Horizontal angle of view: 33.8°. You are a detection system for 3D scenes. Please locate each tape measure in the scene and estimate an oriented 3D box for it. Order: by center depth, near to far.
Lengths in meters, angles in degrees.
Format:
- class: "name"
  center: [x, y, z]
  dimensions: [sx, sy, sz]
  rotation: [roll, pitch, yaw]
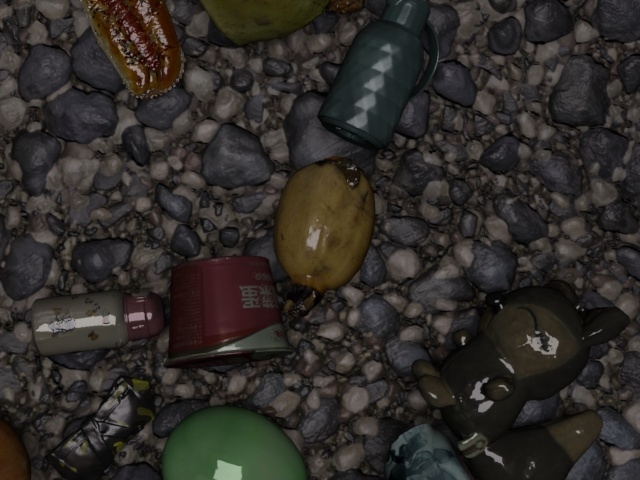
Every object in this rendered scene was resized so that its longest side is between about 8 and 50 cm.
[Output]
- class: "tape measure"
  center: [0.214, 0.465, 1.874]
  dimensions: [0.147, 0.256, 0.275]
  rotation: [-31, 127, 2]

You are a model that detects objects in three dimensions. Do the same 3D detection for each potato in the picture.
- class: "potato"
  center: [-0.099, -0.543, 1.846]
  dimensions: [0.280, 0.213, 0.330]
  rotation: [-13, 83, 19]

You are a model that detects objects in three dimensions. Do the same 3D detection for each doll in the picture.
- class: "doll"
  center: [0.386, 0.257, 1.949]
  dimensions: [0.382, 0.252, 0.379]
  rotation: [-33, 125, -5]

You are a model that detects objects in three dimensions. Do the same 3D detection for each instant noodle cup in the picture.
- class: "instant noodle cup"
  center: [-0.171, 0.130, 1.883]
  dimensions: [0.234, 0.235, 0.178]
  rotation: [-6, 81, -4]

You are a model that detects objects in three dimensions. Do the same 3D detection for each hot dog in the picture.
- class: "hot dog"
  center: [-0.343, -0.390, 1.947]
  dimensions: [0.144, 0.075, 0.268]
  rotation: [-28, 88, -2]

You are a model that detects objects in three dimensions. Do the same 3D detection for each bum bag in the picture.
- class: "bum bag"
  center: [-0.394, 0.348, 1.935]
  dimensions: [0.232, 0.060, 0.107]
  rotation: [-45, 101, -2]

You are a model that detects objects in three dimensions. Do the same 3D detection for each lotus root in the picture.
- class: "lotus root"
  center: [0.000, 0.000, 1.899]
  dimensions: [0.182, 0.183, 0.310]
  rotation: [14, 71, -4]

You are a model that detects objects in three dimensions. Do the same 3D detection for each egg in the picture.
- class: "egg"
  center: [-0.151, 0.411, 1.872]
  dimensions: [0.269, 0.220, 0.220]
  rotation: [31, 87, -14]

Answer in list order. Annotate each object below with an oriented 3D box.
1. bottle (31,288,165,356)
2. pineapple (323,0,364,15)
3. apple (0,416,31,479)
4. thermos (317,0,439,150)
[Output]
- class: "bottle"
  center: [-0.399, 0.145, 1.913]
  dimensions: [0.233, 0.110, 0.110]
  rotation: [-7, 89, -4]
- class: "pineapple"
  center: [-0.014, -0.473, 1.969]
  dimensions: [0.197, 0.108, 0.108]
  rotation: [0, 89, 7]
- class: "apple"
  center: [-0.632, 0.413, 1.849]
  dimensions: [0.260, 0.194, 0.261]
  rotation: [0, 86, -5]
- class: "thermos"
  center: [0.125, -0.313, 1.954]
  dimensions: [0.182, 0.145, 0.286]
  rotation: [29, 85, -35]
